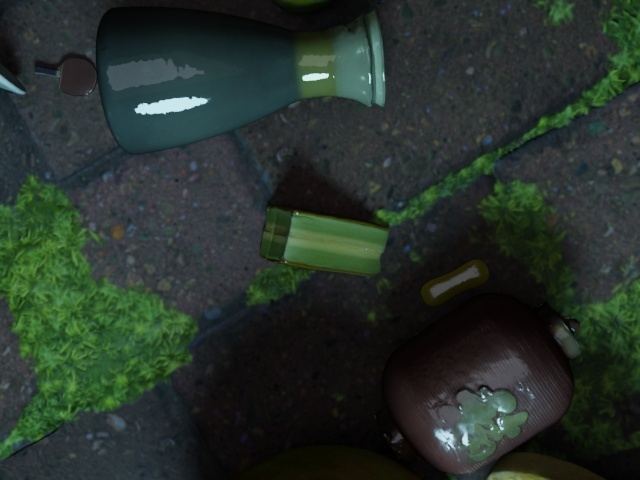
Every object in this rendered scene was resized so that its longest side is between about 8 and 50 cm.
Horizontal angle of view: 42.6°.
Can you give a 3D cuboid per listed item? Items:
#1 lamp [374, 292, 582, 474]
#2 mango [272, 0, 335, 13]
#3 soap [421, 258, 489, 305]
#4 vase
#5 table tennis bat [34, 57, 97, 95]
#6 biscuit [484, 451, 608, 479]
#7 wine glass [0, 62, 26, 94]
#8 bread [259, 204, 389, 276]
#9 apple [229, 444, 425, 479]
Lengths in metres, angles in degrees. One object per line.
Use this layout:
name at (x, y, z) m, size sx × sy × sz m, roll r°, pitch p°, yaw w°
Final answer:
lamp at (0.186, 0.166, 0.951) m, size 0.258 × 0.180 × 0.180 m, roll -33°, pitch 88°, yaw 6°
mango at (0.000, -0.366, 0.990) m, size 0.130 × 0.092 × 0.195 m, roll 32°, pitch 99°, yaw 3°
soap at (0.168, 0.053, 1.025) m, size 0.089 × 0.012 × 0.034 m, roll -28°, pitch 89°, yaw 7°
vase at (-0.087, -0.202, 0.972) m, size 0.321 × 0.173 × 0.173 m, roll -5°, pitch 91°, yaw 3°
table tennis bat at (-0.332, -0.216, 1.073) m, size 0.083 × 0.007 × 0.050 m, roll 11°, pitch 94°, yaw 4°
biscuit at (0.305, 0.401, 0.901) m, size 0.057 × 0.287 × 0.344 m, roll -23°, pitch 112°, yaw -35°
wine glass at (-0.482, -0.160, 1.025) m, size 0.165 × 0.165 × 0.196 m, roll 44°, pitch 88°, yaw 3°
bread at (0.005, 0.001, 1.041) m, size 0.139 × 0.084 × 0.074 m, roll 8°, pitch 93°, yaw -25°
apple at (0.003, 0.400, 0.902) m, size 0.339 × 0.339 × 0.340 m, roll 0°, pitch 92°, yaw 6°
